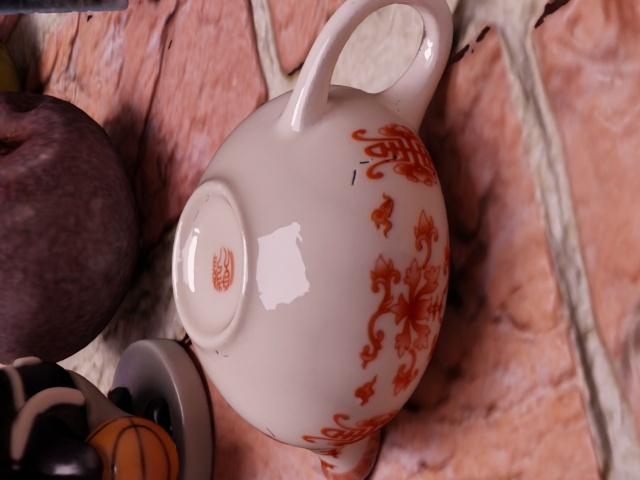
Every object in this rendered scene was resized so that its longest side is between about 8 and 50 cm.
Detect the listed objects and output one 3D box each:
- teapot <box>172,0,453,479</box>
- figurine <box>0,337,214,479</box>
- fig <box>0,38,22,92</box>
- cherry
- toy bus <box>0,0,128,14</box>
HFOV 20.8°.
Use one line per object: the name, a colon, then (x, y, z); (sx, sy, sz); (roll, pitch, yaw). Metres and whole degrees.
teapot: (0.000, 0.000, 0.775); (0.159, 0.116, 0.245); (-114, 40, -57)
figurine: (-0.184, 0.122, 0.964); (0.176, 0.236, 0.133); (-5, 87, 62)
fig: (-0.286, -0.150, 1.317); (0.245, 0.149, 0.149); (-83, 14, -48)
cherry: (-0.180, -0.003, 1.071); (0.176, 0.140, 0.176); (162, 90, -79)
toy bus: (-0.166, -0.291, 1.029); (0.131, 0.106, 0.297); (-119, 29, -63)
